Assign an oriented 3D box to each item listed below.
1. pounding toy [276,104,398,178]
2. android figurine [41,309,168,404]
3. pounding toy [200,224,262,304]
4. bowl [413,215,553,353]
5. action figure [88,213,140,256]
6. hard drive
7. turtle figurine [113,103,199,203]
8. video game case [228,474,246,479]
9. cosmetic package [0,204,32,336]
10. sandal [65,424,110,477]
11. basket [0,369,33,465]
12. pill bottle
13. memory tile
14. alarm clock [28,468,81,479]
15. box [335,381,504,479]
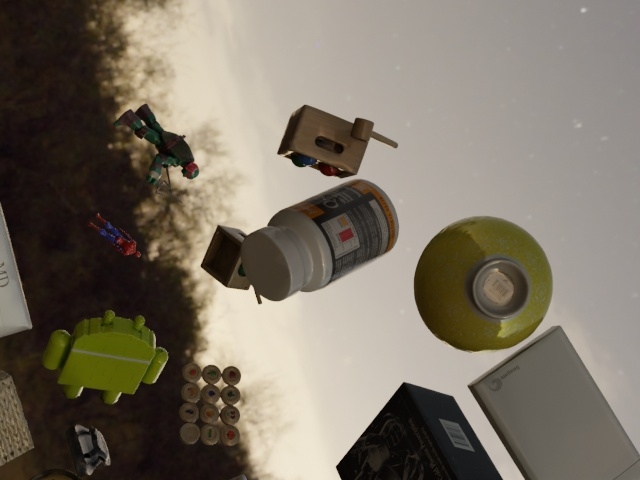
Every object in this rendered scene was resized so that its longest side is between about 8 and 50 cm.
[{"bbox_3d":[0.036,-0.156,1.668,0.206,0.181,0.094,-178,-72,-78],"label":"pounding toy"},{"bbox_3d":[-0.443,0.241,2.016,0.056,0.248,0.273,-100,-150,-44],"label":"android figurine"},{"bbox_3d":[-0.186,0.057,2.240,0.141,0.100,0.130,34,-75,40],"label":"pounding toy"},{"bbox_3d":[0.341,0.094,1.943,0.156,0.289,0.289,-167,-119,-85],"label":"bowl"},{"bbox_3d":[-0.400,-0.006,1.909,0.115,0.038,0.030,40,-10,-4],"label":"action figure"},{"bbox_3d":[0.487,0.384,1.985,0.353,0.233,0.047,58,-15,1],"label":"hard drive"},{"bbox_3d":[-0.344,-0.193,2.151,0.234,0.118,0.175,50,8,0],"label":"turtle figurine"},{"bbox_3d":[-0.251,0.628,2.191,0.022,0.190,0.173,60,10,-30],"label":"video game case"},{"bbox_3d":[-0.515,0.034,1.022,0.155,0.365,0.197,-130,-151,-51],"label":"cosmetic package"},{"bbox_3d":[-0.440,0.398,1.885,0.254,0.054,0.097,101,-30,-82],"label":"sandal"},{"bbox_3d":[-0.623,0.334,1.836,0.113,0.103,0.167,6,-66,55],"label":"basket"},{"bbox_3d":[0.000,0.000,1.769,0.162,0.278,0.162,24,-55,38],"label":"pill bottle"},{"bbox_3d":[-0.197,0.293,1.740,0.012,0.113,0.148,130,-36,-60],"label":"memory tile"},{"bbox_3d":[-0.487,0.502,1.848,0.064,0.192,0.129,83,-3,-51],"label":"alarm clock"},{"bbox_3d":[0.238,0.580,2.338,0.312,0.179,0.343,-56,-144,20],"label":"box"}]
